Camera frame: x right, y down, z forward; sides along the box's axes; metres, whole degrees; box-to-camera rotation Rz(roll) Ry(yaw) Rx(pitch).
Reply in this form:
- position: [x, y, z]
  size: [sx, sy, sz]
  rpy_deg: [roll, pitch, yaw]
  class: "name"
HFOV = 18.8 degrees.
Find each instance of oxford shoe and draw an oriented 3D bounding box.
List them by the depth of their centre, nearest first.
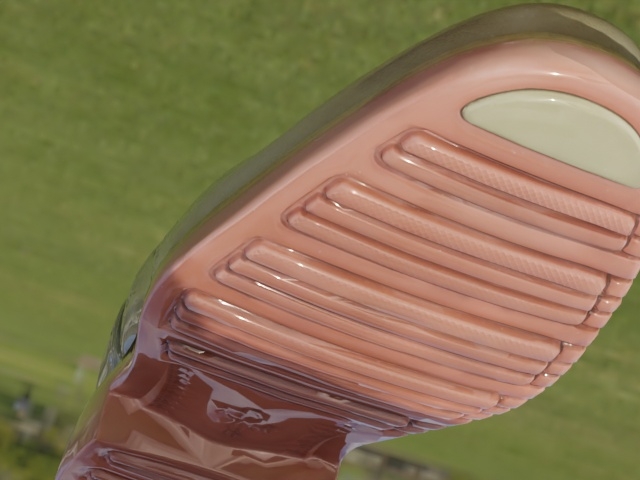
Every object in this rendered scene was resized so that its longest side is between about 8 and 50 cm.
- position: [0.000, 0.000, 0.745]
  size: [0.140, 0.146, 0.397]
  rpy_deg: [24, 146, -18]
  class: "oxford shoe"
